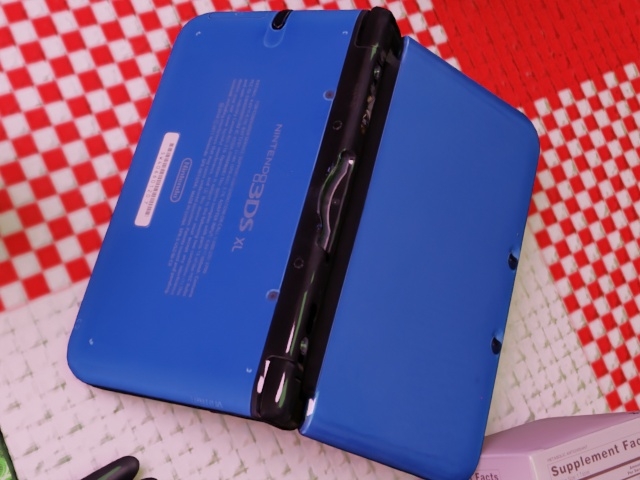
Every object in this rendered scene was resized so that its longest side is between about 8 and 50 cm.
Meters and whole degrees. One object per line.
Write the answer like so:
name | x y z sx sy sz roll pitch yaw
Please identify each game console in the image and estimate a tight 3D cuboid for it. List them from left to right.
game console | 0.000 0.000 0.672 0.173 0.250 0.293 48 53 -57

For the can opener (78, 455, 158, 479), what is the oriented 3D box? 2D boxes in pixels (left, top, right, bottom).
can opener | -0.182 0.196 0.570 0.059 0.073 0.186 32 55 27

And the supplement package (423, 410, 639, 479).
supplement package | 0.189 0.261 0.684 0.139 0.134 0.244 -8 81 -31

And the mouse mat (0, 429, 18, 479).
mouse mat | -0.271 0.190 0.556 0.189 0.007 0.153 -19 87 -29
